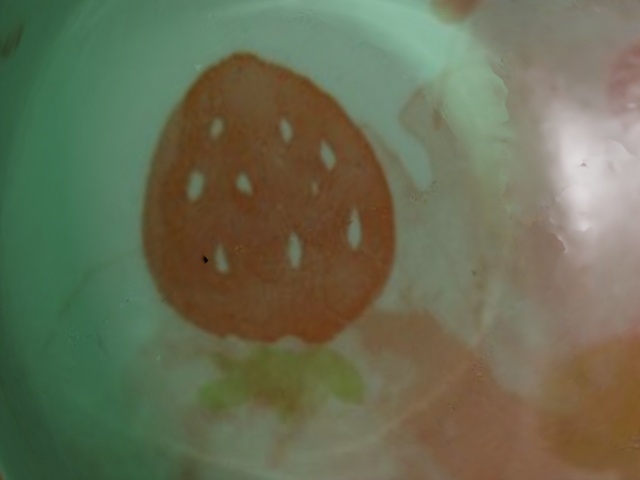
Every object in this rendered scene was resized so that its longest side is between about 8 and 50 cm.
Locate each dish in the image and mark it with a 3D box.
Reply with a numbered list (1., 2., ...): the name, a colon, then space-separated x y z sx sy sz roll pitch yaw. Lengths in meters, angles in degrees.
1. dish: 0.000 0.000 0.495 0.260 0.085 0.260 3 85 -31
